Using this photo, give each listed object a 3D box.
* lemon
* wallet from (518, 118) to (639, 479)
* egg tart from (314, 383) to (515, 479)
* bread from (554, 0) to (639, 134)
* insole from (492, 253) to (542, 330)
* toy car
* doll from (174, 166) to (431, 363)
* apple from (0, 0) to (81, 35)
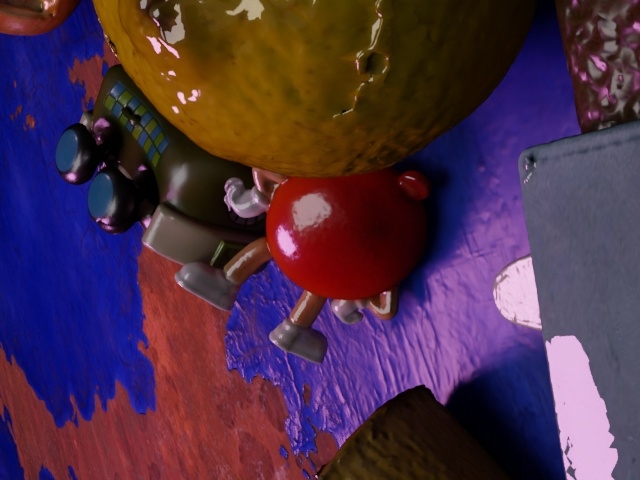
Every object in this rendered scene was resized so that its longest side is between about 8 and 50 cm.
[{"bbox_3d":[0.000,-0.172,0.505,0.293,0.293,0.292,25,122,48],"label":"lemon"},{"bbox_3d":[0.199,0.081,0.323,0.251,0.054,0.290,-8,91,54],"label":"wallet"},{"bbox_3d":[0.068,0.233,0.646,0.171,0.215,0.215,35,130,26],"label":"egg tart"},{"bbox_3d":[0.181,-0.212,0.387,0.165,0.113,0.416,-7,95,54],"label":"bread"},{"bbox_3d":[0.185,0.029,0.558,0.192,0.010,0.063,-23,83,56],"label":"insole"},{"bbox_3d":[-0.114,-0.104,0.804,0.248,0.204,0.198,46,113,38],"label":"toy car"},{"bbox_3d":[0.000,0.000,0.697,0.183,0.085,0.217,35,121,-15],"label":"doll"},{"bbox_3d":[-0.384,-0.360,1.076,0.199,0.199,0.199,25,122,48],"label":"apple"}]
